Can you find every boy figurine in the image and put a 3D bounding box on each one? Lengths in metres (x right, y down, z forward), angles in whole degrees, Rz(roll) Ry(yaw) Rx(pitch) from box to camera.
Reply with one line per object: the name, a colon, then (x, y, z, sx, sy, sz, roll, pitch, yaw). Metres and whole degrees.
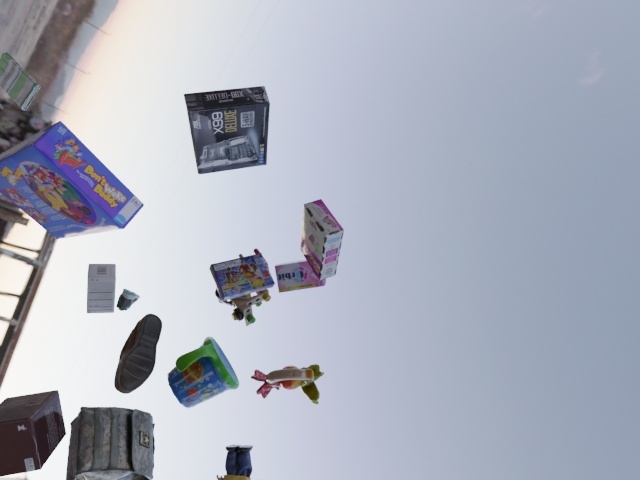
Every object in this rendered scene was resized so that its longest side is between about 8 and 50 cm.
boy figurine: (-0.299, 0.909, 1.653, 0.177, 0.092, 0.285, -4, -109, 5)

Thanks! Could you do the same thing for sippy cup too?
sippy cup: (-0.479, 0.545, 1.806, 0.224, 0.306, 0.240, -31, -161, -11)

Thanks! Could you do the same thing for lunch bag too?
lunch bag: (-0.721, 0.728, 1.589, 0.169, 0.287, 0.235, -47, -137, 29)

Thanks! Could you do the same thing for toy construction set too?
toy construction set: (-0.297, 0.225, 1.977, 0.237, 0.257, 0.309, 48, -56, 39)

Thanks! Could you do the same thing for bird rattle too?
bird rattle: (-0.113, 0.470, 1.552, 0.207, 0.253, 0.143, 104, -6, -60)

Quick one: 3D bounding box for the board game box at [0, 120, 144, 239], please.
board game box: (-0.597, -0.118, 1.024, 0.347, 0.233, 0.078, -4, -135, 39)

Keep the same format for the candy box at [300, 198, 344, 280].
candy box: (0.000, 0.000, 1.517, 0.159, 0.071, 0.233, 56, -26, 34)

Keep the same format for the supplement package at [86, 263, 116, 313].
supplement package: (-0.894, 0.196, 1.834, 0.105, 0.105, 0.179, 55, -45, 51)

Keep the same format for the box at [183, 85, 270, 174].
box: (-0.292, -0.346, 1.439, 0.307, 0.242, 0.077, 108, -32, -61)

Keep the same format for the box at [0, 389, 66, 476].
box: (-0.931, 0.597, 1.404, 0.203, 0.167, 0.169, -147, -129, -79)

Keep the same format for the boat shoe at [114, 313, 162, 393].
boat shoe: (-0.635, 0.401, 1.554, 0.104, 0.110, 0.307, -35, -153, 27)

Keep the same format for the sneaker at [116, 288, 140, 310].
sneaker: (-0.694, 0.215, 1.602, 0.076, 0.065, 0.166, -61, -173, -14)

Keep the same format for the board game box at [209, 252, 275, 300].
board game box: (-0.281, 0.128, 1.618, 0.136, 0.201, 0.035, 63, -35, 22)

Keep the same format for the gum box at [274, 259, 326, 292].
gum box: (-0.075, 0.133, 1.746, 0.062, 0.188, 0.107, -60, 141, -85)

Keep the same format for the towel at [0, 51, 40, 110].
towel: (-1.004, -0.520, 1.473, 0.113, 0.152, 0.023, -42, -175, 20)
